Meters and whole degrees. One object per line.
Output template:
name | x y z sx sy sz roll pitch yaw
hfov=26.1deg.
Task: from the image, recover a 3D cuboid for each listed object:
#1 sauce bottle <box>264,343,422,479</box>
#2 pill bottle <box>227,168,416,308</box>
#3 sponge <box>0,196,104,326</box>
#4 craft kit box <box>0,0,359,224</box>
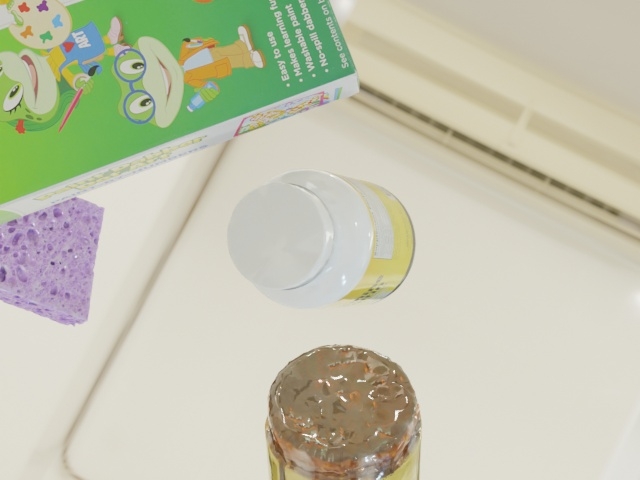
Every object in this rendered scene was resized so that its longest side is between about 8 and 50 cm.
sauce bottle | 0.007 0.084 0.387 0.042 0.042 0.128 25 -40 23
pill bottle | 0.000 0.000 1.030 0.103 0.103 0.184 25 7 19
sponge | -0.291 -0.010 1.225 0.210 0.117 0.031 25 -30 -34
craft kit box | -0.136 -0.152 0.708 0.061 0.246 0.250 28 41 -85
